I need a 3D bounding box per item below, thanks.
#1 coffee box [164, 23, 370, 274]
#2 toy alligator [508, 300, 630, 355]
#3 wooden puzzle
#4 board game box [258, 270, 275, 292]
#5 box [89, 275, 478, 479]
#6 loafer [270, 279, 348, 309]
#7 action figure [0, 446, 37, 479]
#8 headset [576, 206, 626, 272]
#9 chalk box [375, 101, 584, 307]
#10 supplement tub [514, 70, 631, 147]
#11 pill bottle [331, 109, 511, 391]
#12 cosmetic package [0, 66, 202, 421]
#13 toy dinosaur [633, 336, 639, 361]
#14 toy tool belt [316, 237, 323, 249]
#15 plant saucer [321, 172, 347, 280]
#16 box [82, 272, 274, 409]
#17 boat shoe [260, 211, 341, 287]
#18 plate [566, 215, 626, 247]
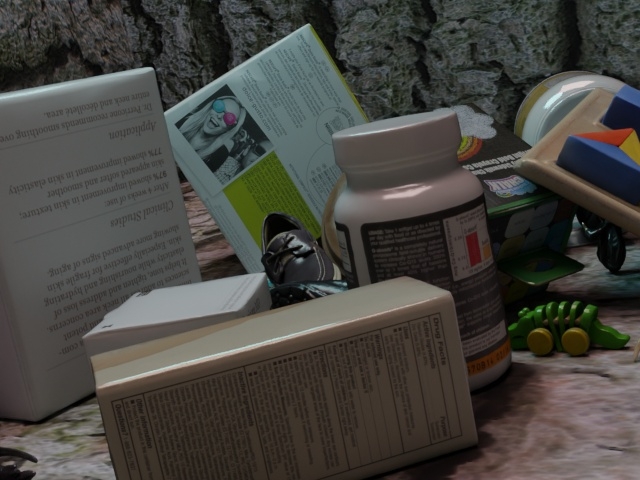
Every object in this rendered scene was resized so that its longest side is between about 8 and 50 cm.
[{"bbox_3d":[-0.077,-0.181,1.901,0.334,0.338,0.337,-32,10,3],"label":"coffee box"},{"bbox_3d":[0.242,0.093,1.091,0.189,0.051,0.056,-4,12,36],"label":"toy alligator"},{"bbox_3d":[0.445,-0.089,1.235,0.322,0.080,0.348,31,35,18],"label":"wooden puzzle"},{"bbox_3d":[-0.094,0.080,1.613,0.126,0.026,0.186,-2,13,40],"label":"board game box"},{"bbox_3d":[-0.032,0.140,0.876,0.311,0.148,0.121,-12,9,-14],"label":"box"},{"bbox_3d":[0.028,0.089,1.306,0.223,0.076,0.078,3,12,40],"label":"loafer"},{"bbox_3d":[-0.358,0.214,0.845,0.164,0.141,0.275,-9,13,23],"label":"action figure"},{"bbox_3d":[0.484,-0.052,1.487,0.243,0.185,0.394,4,3,28],"label":"headset"},{"bbox_3d":[0.202,-0.022,1.274,0.180,0.179,0.289,-15,44,-31],"label":"chalk box"},{"bbox_3d":[0.492,-0.192,1.859,0.241,0.241,0.331,-10,10,9],"label":"supplement tub"},{"bbox_3d":[0.102,0.013,1.042,0.162,0.278,0.162,-10,11,2],"label":"pill bottle"},{"bbox_3d":[-0.404,-0.003,1.364,0.327,0.394,0.329,-3,13,37],"label":"cosmetic package"},{"bbox_3d":[0.387,0.063,1.036,0.183,0.053,0.093,-12,38,-16],"label":"toy dinosaur"},{"bbox_3d":[0.000,0.000,1.922,0.051,0.052,0.083,-41,9,0],"label":"toy tool belt"},{"bbox_3d":[0.116,-0.051,1.523,0.278,0.278,0.041,-5,-31,31],"label":"plant saucer"},{"bbox_3d":[-0.152,0.126,1.159,0.182,0.119,0.181,-10,11,10],"label":"box"},{"bbox_3d":[-0.043,0.030,1.495,0.103,0.092,0.285,-40,20,6],"label":"boat shoe"},{"bbox_3d":[0.406,-0.020,1.619,0.188,0.024,0.188,-12,10,2],"label":"plate"}]
